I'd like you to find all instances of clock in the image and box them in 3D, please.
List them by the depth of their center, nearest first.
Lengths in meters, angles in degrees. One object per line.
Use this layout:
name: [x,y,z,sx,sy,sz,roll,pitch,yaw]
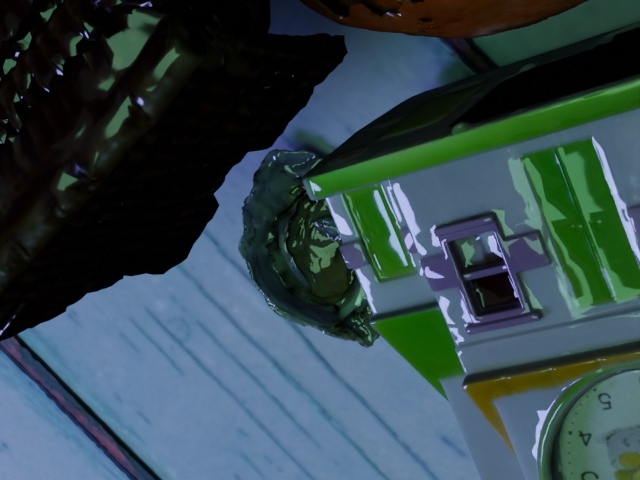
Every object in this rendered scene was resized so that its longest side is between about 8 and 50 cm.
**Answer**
clock: [0.167,0.061,0.659,0.235,0.166,0.310,-15,105,33]

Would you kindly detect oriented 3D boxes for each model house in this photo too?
model house: [-0.157,-0.083,0.640,0.297,0.283,0.317,27,126,-31]

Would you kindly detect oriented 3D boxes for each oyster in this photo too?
oyster: [0.001,0.000,0.809,0.098,0.037,0.100,18,100,-1]

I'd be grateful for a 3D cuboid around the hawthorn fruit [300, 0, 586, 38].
hawthorn fruit: [0.100,-0.193,0.553,0.299,0.211,0.211,-7,109,32]
